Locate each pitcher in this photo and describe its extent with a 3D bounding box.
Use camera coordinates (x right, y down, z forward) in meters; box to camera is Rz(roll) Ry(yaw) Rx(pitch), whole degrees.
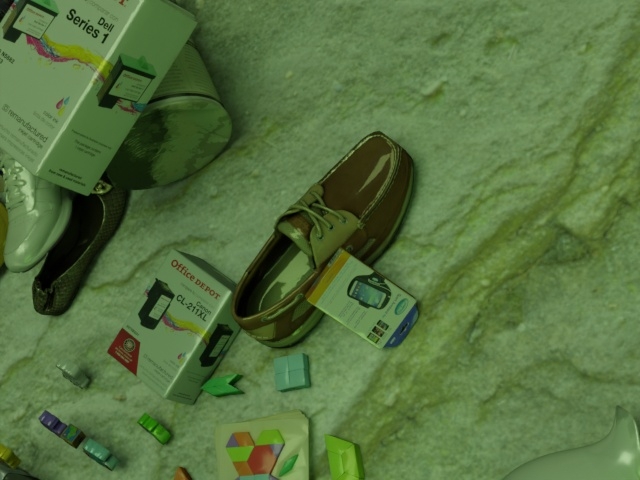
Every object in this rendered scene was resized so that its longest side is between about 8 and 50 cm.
[{"bbox_3d":[0.303,0.313,1.518,0.207,0.125,0.177,-34,78,3],"label":"pitcher"}]

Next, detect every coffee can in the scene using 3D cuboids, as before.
[{"bbox_3d":[-0.266,-0.240,1.908,0.202,0.201,0.275,-33,64,16],"label":"coffee can"}]

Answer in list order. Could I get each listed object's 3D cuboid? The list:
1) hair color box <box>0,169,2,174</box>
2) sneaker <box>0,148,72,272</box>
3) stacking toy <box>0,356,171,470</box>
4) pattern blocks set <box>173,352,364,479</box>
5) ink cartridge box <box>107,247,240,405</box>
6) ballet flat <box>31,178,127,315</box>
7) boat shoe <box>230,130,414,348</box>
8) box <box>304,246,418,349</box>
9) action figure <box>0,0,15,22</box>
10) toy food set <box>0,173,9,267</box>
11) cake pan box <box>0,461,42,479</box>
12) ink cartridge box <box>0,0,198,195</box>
[{"bbox_3d":[-0.576,-0.172,2.106,0.185,0.110,0.339,41,95,29],"label":"hair color box"},{"bbox_3d":[-0.431,-0.097,1.955,0.114,0.152,0.305,-23,49,43],"label":"sneaker"},{"bbox_3d":[-0.335,0.281,1.862,0.221,0.052,0.167,29,69,25],"label":"stacking toy"},{"bbox_3d":[-0.077,0.320,1.757,0.285,0.026,0.324,-24,66,20],"label":"pattern blocks set"},{"bbox_3d":[-0.191,0.117,1.845,0.127,0.072,0.175,33,93,31],"label":"ink cartridge box"},{"bbox_3d":[-0.361,-0.005,1.975,0.084,0.058,0.249,27,90,30],"label":"ballet flat"},{"bbox_3d":[0.000,0.000,1.751,0.123,0.120,0.324,36,94,30],"label":"boat shoe"},{"bbox_3d":[0.058,0.078,1.717,0.081,0.136,0.028,-54,16,5],"label":"box"},{"bbox_3d":[-0.468,-0.360,2.024,0.185,0.099,0.285,33,60,19],"label":"action figure"},{"bbox_3d":[-0.526,-0.013,2.063,0.128,0.071,0.218,37,102,-1],"label":"toy food set"},{"bbox_3d":[-0.442,0.462,1.884,0.246,0.070,0.266,28,91,28],"label":"cake pan box"},{"bbox_3d":[-0.323,-0.232,1.751,0.201,0.117,0.278,36,96,31],"label":"ink cartridge box"}]
